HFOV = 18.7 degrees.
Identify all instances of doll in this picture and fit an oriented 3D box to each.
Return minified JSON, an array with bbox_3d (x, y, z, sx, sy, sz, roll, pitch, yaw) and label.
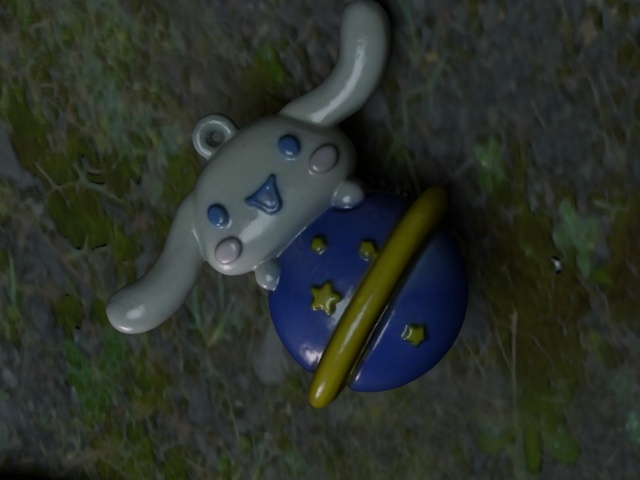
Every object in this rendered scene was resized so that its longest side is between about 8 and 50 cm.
[{"bbox_3d":[0.019,-0.022,1.497,0.242,0.159,0.311,28,97,19],"label":"doll"}]
